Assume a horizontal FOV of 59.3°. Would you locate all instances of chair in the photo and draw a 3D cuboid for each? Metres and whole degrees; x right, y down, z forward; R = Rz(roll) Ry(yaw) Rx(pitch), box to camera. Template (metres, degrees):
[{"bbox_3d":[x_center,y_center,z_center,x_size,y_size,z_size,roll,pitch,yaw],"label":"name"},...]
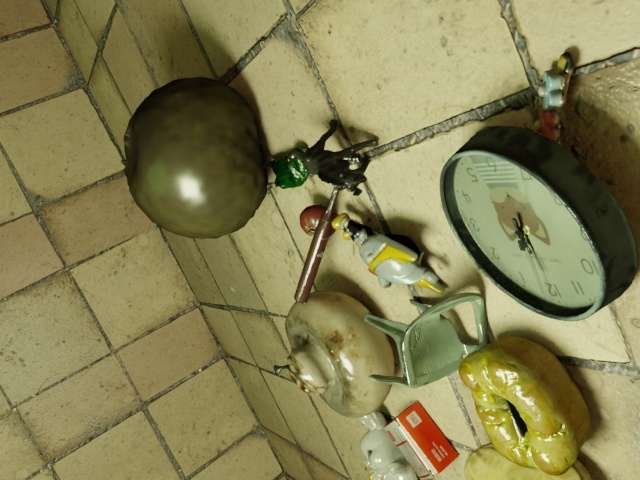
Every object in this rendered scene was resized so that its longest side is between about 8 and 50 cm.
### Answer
[{"bbox_3d":[0.219,0.202,1.176,0.274,0.203,0.191,-8,98,67],"label":"chair"}]

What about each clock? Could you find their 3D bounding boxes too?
[{"bbox_3d":[0.313,-0.021,0.856,0.325,0.067,0.325,50,164,19],"label":"clock"}]

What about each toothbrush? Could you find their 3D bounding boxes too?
[{"bbox_3d":[-0.001,0.000,1.388,0.041,0.040,0.364,38,120,37],"label":"toothbrush"}]

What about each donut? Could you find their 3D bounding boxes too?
[{"bbox_3d":[0.389,0.307,1.054,0.208,0.128,0.262,-13,105,61],"label":"donut"}]

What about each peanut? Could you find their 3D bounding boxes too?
[{"bbox_3d":[0.428,0.497,1.168,0.305,0.147,0.147,-10,108,63],"label":"peanut"}]

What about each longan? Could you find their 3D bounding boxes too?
[{"bbox_3d":[-0.349,-0.217,1.545,0.404,0.404,0.436,20,134,52],"label":"longan"}]

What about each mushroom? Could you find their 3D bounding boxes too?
[{"bbox_3d":[0.023,0.319,1.519,0.362,0.294,0.362,40,146,35],"label":"mushroom"}]

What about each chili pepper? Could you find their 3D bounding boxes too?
[{"bbox_3d":[-0.085,-0.181,1.476,0.224,0.061,0.098,-15,103,62],"label":"chili pepper"}]

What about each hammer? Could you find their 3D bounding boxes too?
[{"bbox_3d":[0.142,0.084,1.379,0.083,0.031,0.053,30,137,55],"label":"hammer"}]

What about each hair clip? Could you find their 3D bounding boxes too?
[{"bbox_3d":[0.323,-0.154,0.796,0.062,0.056,0.214,-94,-9,-59],"label":"hair clip"}]

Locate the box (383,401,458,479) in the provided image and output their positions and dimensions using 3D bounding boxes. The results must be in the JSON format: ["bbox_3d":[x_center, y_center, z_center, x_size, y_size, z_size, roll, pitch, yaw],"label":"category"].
[{"bbox_3d":[0.269,0.555,1.542,0.182,0.099,0.133,53,154,16],"label":"box"}]

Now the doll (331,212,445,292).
[{"bbox_3d":[0.140,0.021,1.242,0.316,0.103,0.146,37,150,48],"label":"doll"}]

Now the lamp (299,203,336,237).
[{"bbox_3d":[-0.005,-0.048,1.436,0.101,0.090,0.101,14,146,9],"label":"lamp"}]

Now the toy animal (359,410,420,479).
[{"bbox_3d":[0.208,0.657,1.706,0.208,0.154,0.325,67,-177,-64],"label":"toy animal"}]

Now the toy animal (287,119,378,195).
[{"bbox_3d":[0.026,-0.173,1.189,0.232,0.148,0.085,34,142,42],"label":"toy animal"}]
